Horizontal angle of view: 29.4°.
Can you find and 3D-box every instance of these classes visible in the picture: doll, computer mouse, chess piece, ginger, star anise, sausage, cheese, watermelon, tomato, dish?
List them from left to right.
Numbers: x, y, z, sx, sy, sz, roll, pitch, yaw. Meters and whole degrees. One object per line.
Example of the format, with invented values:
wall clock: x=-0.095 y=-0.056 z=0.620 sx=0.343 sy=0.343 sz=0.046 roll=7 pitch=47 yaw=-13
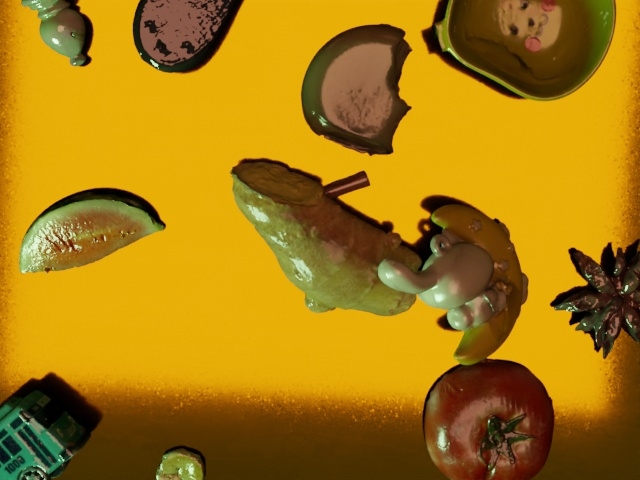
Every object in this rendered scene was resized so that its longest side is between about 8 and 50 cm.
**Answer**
chess piece: x=-0.425 y=-0.392 z=1.854 sx=0.139 sy=0.139 sz=0.271 roll=-23 pitch=109 yaw=3
watermelon: x=-0.375 y=-0.017 z=1.926 sx=0.245 sy=0.063 sz=0.119 roll=-18 pitch=110 yaw=1
computer mouse: x=-0.193 y=-0.380 z=1.862 sx=0.137 sy=0.086 sz=0.269 roll=28 pitch=88 yaw=-12
ginger: x=0.000 y=0.000 z=1.884 sx=0.354 sy=0.126 sz=0.190 roll=43 pitch=114 yaw=-12
sausage: x=0.022 y=-0.078 z=1.932 sx=0.116 sy=0.026 sz=0.026 roll=-21 pitch=97 yaw=3
cheese: x=0.064 y=-0.241 z=1.879 sx=0.175 sy=0.091 sz=0.202 roll=23 pitch=97 yaw=-5
doll: x=0.218 y=0.060 z=1.868 sx=0.252 sy=0.111 sz=0.237 roll=-44 pitch=114 yaw=-32
tomato: x=0.278 y=0.303 z=1.954 sx=0.225 sy=0.085 sz=0.225 roll=0 pitch=95 yaw=-2
dish: x=0.307 y=-0.336 z=1.859 sx=0.262 sy=0.108 sz=0.221 roll=19 pitch=97 yaw=-4
star anise: x=0.474 y=0.086 z=1.935 sx=0.195 sy=0.065 sz=0.182 roll=43 pitch=94 yaw=-1

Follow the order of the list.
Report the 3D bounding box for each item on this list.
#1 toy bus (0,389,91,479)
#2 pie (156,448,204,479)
toy bus: x=-0.504 y=0.358 z=1.934 sx=0.256 sy=0.128 sz=0.147 roll=-41 pitch=94 yaw=6
pie: x=-0.228 y=0.382 z=1.992 sx=0.084 sy=0.020 sz=0.084 roll=0 pitch=99 yaw=2
